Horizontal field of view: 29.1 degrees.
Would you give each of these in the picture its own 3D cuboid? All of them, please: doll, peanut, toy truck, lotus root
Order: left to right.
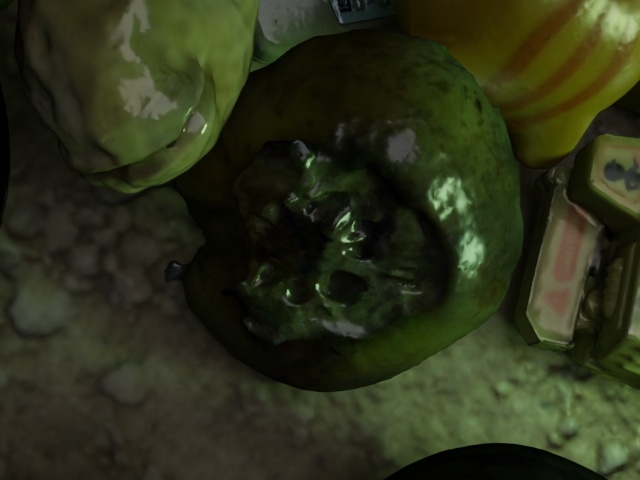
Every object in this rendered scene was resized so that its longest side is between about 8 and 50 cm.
[{"bbox_3d":[-0.096,-0.154,0.614,0.130,0.130,0.290,4,55,-19],"label":"peanut"},{"bbox_3d":[0.003,-0.002,0.622,0.203,0.078,0.183,-34,99,21],"label":"lotus root"},{"bbox_3d":[0.130,-0.192,0.665,0.166,0.162,0.270,21,74,-20],"label":"doll"},{"bbox_3d":[0.212,-0.040,0.734,0.157,0.124,0.272,16,80,-6],"label":"toy truck"}]

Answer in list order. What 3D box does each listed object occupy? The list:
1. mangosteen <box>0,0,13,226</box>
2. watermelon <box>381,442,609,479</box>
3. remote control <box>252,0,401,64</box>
[{"bbox_3d":[-0.248,-0.058,0.474,0.297,0.313,0.297,42,35,-38],"label":"mangosteen"},{"bbox_3d":[0.092,0.207,0.609,0.212,0.212,0.212,3,81,-19],"label":"watermelon"},{"bbox_3d":[0.052,-0.171,0.740,0.233,0.038,0.098,-14,88,-21],"label":"remote control"}]
